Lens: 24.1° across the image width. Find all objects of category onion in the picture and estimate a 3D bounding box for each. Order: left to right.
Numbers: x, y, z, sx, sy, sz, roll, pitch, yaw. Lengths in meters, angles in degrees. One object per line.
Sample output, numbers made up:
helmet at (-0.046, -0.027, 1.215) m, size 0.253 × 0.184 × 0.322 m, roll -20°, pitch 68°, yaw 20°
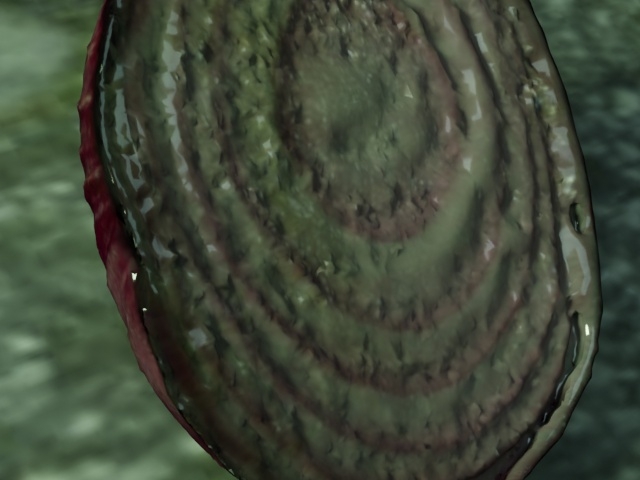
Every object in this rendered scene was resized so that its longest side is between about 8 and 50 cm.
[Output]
onion at (0.000, 0.000, 0.633) m, size 0.250 × 0.111 × 0.247 m, roll -12°, pitch 86°, yaw -42°
